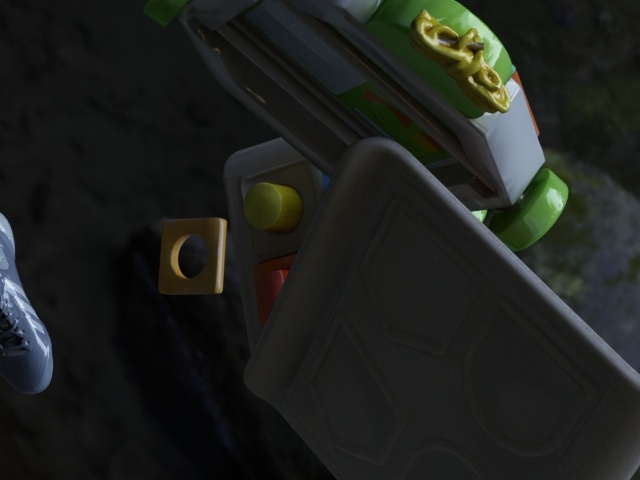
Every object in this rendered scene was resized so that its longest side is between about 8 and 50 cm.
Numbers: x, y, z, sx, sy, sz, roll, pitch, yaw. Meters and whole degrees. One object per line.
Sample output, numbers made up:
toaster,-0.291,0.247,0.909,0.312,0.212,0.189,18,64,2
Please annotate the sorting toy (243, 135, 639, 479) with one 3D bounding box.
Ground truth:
sorting toy,0.054,0.118,0.915,0.229,0.307,0.041,43,40,23

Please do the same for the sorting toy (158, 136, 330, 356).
sorting toy,0.000,0.000,1.204,0.047,0.347,0.196,14,65,-54

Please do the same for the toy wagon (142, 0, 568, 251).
toy wagon,0.035,-0.098,0.963,0.267,0.068,0.344,40,-15,-13

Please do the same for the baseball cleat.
baseball cleat,-0.338,0.070,1.619,0.109,0.072,0.206,-40,112,-75
